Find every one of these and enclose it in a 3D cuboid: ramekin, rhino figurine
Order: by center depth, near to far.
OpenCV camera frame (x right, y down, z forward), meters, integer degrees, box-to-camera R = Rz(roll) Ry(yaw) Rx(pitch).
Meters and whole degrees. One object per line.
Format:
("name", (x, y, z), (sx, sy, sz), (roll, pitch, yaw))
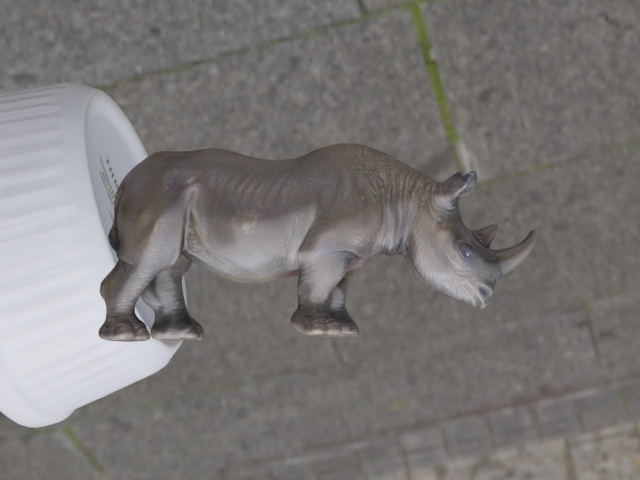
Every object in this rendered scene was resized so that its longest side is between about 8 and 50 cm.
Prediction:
("rhino figurine", (0.000, 0.000, 0.918), (0.243, 0.106, 0.073), (-2, 176, -3))
("ramekin", (-0.199, 0.001, 1.300), (0.127, 0.273, 0.273), (-17, 146, 9))
